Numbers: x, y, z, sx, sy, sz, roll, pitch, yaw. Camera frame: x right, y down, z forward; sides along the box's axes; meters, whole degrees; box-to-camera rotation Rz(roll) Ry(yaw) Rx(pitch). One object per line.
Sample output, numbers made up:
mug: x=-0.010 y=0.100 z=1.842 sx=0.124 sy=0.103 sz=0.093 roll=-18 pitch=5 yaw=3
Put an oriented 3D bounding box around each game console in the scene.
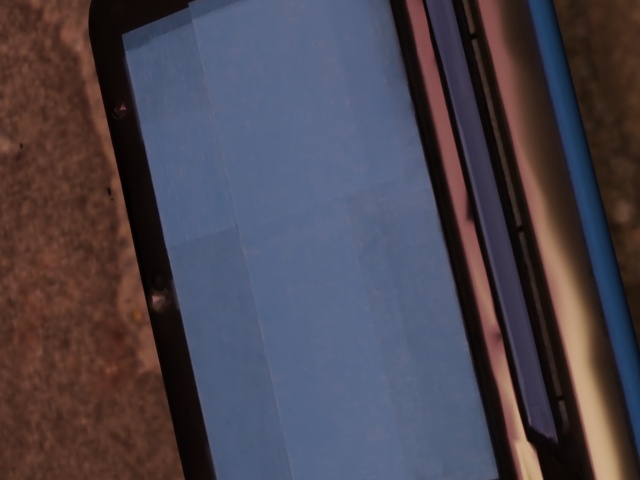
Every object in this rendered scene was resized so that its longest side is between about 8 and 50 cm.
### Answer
game console: x=0.000 y=0.000 z=0.556 sx=0.173 sy=0.250 sz=0.293 roll=-14 pitch=85 yaw=3
